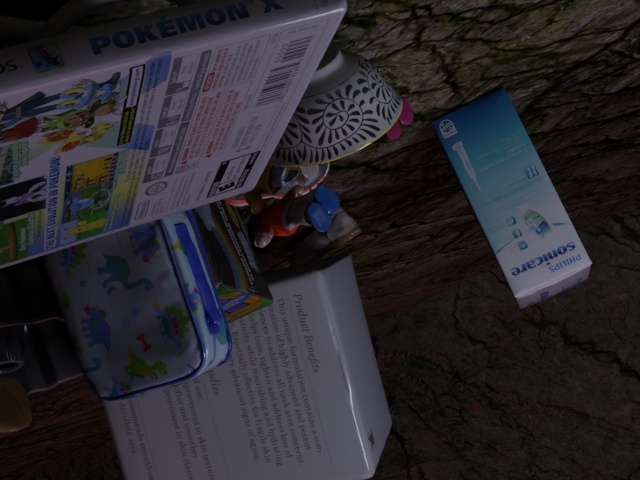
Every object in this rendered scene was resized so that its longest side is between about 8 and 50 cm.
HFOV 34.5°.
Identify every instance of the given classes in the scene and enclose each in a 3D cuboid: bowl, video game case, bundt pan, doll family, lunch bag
[{"bbox_3d":[-0.005,-0.157,1.095,0.170,0.080,0.170,-15,-147,10],"label":"bowl"},{"bbox_3d":[-0.158,-0.073,0.796,0.299,0.036,0.329,-19,167,-21],"label":"video game case"},{"bbox_3d":[-0.435,0.115,1.370,0.330,0.124,0.331,-18,162,-6],"label":"bundt pan"},{"bbox_3d":[-0.023,-0.108,1.201,0.163,0.118,0.263,-11,-148,52],"label":"doll family"},{"bbox_3d":[-0.202,0.063,1.166,0.176,0.219,0.090,-20,180,23],"label":"lunch bag"}]

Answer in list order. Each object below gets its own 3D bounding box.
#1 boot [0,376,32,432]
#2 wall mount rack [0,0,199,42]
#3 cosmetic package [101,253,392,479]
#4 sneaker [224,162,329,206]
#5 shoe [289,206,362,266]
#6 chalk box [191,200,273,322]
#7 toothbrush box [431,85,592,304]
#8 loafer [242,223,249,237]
[{"bbox_3d":[-0.514,0.230,1.285,0.203,0.095,0.262,-23,164,13],"label":"boot"},{"bbox_3d":[-0.192,-0.140,0.832,0.304,0.131,0.350,-4,157,-46],"label":"wall mount rack"},{"bbox_3d":[-0.118,0.233,1.709,0.393,0.330,0.327,-14,-178,10],"label":"cosmetic package"},{"bbox_3d":[-0.058,-0.091,1.386,0.157,0.061,0.065,-21,159,-16],"label":"sneaker"},{"bbox_3d":[0.000,0.000,1.866,0.076,0.058,0.219,-38,-178,-36],"label":"shoe"},{"bbox_3d":[-0.192,0.034,1.381,0.179,0.180,0.289,-25,166,8],"label":"chalk box"},{"bbox_3d":[0.296,-0.057,1.588,0.126,0.296,0.216,-25,166,8],"label":"toothbrush box"},{"bbox_3d":[-0.165,0.027,1.654,0.170,0.061,0.062,-34,163,38],"label":"loafer"}]
